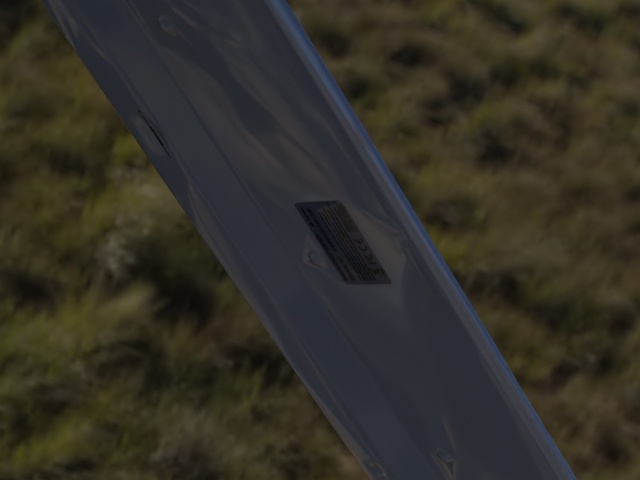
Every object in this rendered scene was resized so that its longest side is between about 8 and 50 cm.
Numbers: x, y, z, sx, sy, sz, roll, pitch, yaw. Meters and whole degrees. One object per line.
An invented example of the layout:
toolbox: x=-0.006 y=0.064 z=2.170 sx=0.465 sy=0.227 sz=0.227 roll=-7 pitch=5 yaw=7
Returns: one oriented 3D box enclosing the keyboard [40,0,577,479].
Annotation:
keyboard: x=0.000 y=0.000 z=0.459 sx=0.072 sy=0.256 sz=0.014 roll=-7 pitch=37 yaw=41
